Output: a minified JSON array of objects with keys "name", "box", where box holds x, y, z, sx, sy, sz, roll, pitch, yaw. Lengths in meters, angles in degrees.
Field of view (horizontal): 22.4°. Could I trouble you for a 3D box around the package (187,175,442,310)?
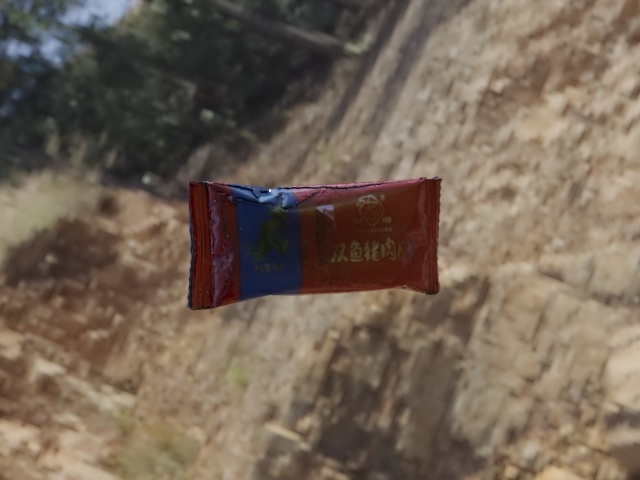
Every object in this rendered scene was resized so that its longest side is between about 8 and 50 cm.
[{"name":"package","box":[0.000,0.000,1.067,0.022,0.200,0.083,-3,90,58]}]
